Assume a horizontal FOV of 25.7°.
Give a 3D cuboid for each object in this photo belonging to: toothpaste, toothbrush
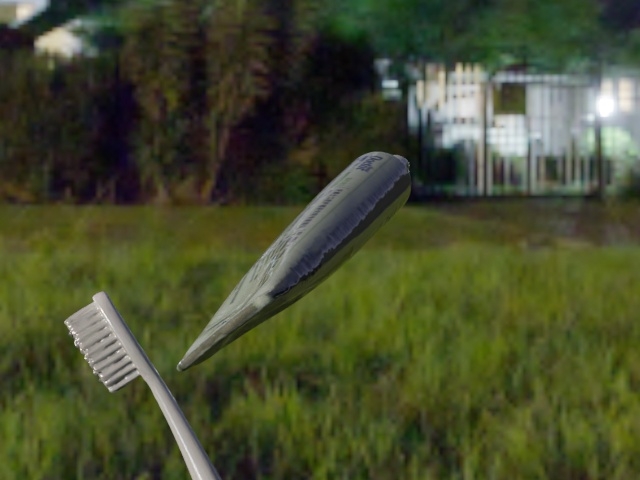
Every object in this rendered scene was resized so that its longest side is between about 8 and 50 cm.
[{"bbox_3d":[0.000,0.000,0.539,0.048,0.029,0.197,-38,3,28],"label":"toothpaste"},{"bbox_3d":[-0.030,0.142,0.611,0.025,0.275,0.019,-33,-6,-11],"label":"toothbrush"}]
